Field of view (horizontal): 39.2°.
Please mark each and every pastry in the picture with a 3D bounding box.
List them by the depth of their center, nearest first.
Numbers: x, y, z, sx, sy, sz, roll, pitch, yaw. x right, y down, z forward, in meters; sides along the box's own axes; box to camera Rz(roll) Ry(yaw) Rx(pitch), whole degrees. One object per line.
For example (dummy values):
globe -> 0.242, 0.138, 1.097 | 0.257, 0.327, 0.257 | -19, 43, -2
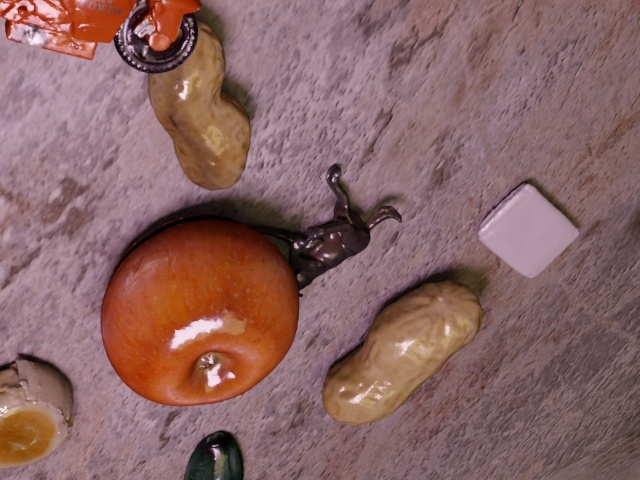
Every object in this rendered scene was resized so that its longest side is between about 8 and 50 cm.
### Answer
pastry -> -0.432, 0.250, 1.283 | 0.165, 0.088, 0.166 | -15, 132, -17

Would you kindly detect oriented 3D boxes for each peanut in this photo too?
peanut -> -0.147, -0.159, 1.098 | 0.103, 0.098, 0.229 | -56, 145, -36
peanut -> 0.124, 0.182, 1.462 | 0.319, 0.147, 0.147 | -42, 131, 15

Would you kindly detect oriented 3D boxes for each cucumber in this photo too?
cucumber -> -0.184, 0.434, 1.557 | 0.115, 0.063, 0.244 | -9, 127, -20

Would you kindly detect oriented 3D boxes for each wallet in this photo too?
wallet -> 0.340, -0.014, 1.478 | 0.124, 0.032, 0.183 | -46, 128, 13

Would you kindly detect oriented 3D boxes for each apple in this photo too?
apple -> -0.159, 0.104, 1.209 | 0.271, 0.206, 0.252 | -17, 127, -4

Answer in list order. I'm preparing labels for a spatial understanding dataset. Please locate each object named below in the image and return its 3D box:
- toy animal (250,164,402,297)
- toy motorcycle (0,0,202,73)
toy animal -> 0.000, 0.000, 1.311 | 0.232, 0.084, 0.148 | -37, 143, 3
toy motorcycle -> -0.257, -0.296, 0.904 | 0.325, 0.148, 0.221 | 9, 118, -28
